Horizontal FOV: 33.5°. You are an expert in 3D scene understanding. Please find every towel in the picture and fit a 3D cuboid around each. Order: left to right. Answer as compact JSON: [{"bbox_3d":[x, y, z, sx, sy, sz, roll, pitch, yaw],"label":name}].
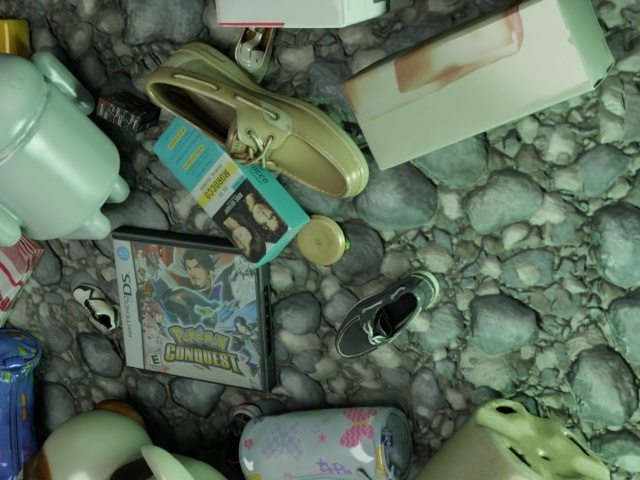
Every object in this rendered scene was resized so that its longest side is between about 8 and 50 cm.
[{"bbox_3d":[-0.649,0.057,1.915,0.237,0.037,0.329,40,121,8],"label":"towel"}]

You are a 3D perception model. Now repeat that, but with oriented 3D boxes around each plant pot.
[{"bbox_3d":[0.237,0.403,1.483,0.333,0.334,0.305,33,109,11],"label":"plant pot"}]

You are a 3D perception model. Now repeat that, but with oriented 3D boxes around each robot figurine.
[{"bbox_3d":[-0.442,-0.137,1.586,0.199,0.300,0.353,-3,144,34],"label":"robot figurine"}]

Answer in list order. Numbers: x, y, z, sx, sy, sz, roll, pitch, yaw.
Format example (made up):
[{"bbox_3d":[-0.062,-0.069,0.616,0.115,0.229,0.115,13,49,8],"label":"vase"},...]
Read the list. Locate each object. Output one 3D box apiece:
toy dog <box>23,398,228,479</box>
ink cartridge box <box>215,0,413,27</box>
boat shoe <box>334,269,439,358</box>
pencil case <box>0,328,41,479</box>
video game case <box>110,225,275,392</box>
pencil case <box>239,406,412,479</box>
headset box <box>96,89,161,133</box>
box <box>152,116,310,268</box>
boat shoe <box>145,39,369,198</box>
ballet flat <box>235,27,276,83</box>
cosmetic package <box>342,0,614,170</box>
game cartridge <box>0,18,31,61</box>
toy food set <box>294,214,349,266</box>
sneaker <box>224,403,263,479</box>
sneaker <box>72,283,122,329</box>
[{"bbox_3d":[-0.307,0.439,1.735,0.408,0.284,0.395,26,152,38],"label":"toy dog"},{"bbox_3d":[-0.001,-0.329,1.334,0.172,0.237,0.100,6,109,24],"label":"ink cartridge box"},{"bbox_3d":[0.086,0.117,1.566,0.206,0.065,0.075,-40,89,32],"label":"boat shoe"},{"bbox_3d":[-0.567,0.317,1.925,0.133,0.119,0.306,34,126,45],"label":"pencil case"},{"bbox_3d":[-0.206,0.111,1.722,0.274,0.035,0.248,7,112,23],"label":"video game case"},{"bbox_3d":[0.008,0.326,1.654,0.273,0.113,0.124,-7,71,29],"label":"pencil case"},{"bbox_3d":[-0.297,-0.199,1.629,0.083,0.062,0.032,28,118,15],"label":"headset box"},{"bbox_3d":[-0.135,-0.084,1.584,0.244,0.060,0.100,49,122,8],"label":"box"},{"bbox_3d":[-0.092,-0.150,1.502,0.341,0.110,0.122,32,140,11],"label":"boat shoe"},{"bbox_3d":[-0.092,-0.291,1.500,0.057,0.052,0.168,28,119,14],"label":"ballet flat"},{"bbox_3d":[0.197,-0.210,1.335,0.296,0.153,0.129,-19,101,29],"label":"cosmetic package"},{"bbox_3d":[-0.598,-0.204,1.758,0.285,0.052,0.324,5,103,24],"label":"game cartridge"},{"bbox_3d":[0.000,0.000,1.588,0.083,0.020,0.083,-26,97,31],"label":"toy food set"},{"bbox_3d":[-0.129,0.364,1.759,0.072,0.077,0.178,-3,109,28],"label":"sneaker"},{"bbox_3d":[-0.379,0.112,1.802,0.109,0.043,0.040,31,122,14],"label":"sneaker"}]
